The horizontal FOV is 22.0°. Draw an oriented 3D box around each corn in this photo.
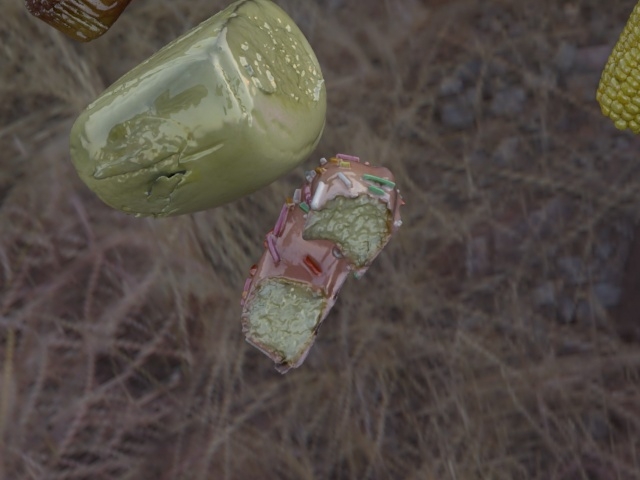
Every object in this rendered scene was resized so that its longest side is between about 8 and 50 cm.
[{"bbox_3d":[0.249,-0.160,1.073,0.067,0.206,0.067,21,31,-14],"label":"corn"}]

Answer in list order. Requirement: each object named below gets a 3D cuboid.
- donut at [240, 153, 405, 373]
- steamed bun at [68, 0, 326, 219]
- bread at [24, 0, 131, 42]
[{"bbox_3d":[0.000,0.000,1.137,0.065,0.166,0.117,28,31,-11],"label":"donut"},{"bbox_3d":[-0.112,-0.116,1.617,0.232,0.166,0.273,-31,12,21],"label":"steamed bun"},{"bbox_3d":[-0.126,-0.151,0.880,0.085,0.053,0.085,-39,32,29],"label":"bread"}]
